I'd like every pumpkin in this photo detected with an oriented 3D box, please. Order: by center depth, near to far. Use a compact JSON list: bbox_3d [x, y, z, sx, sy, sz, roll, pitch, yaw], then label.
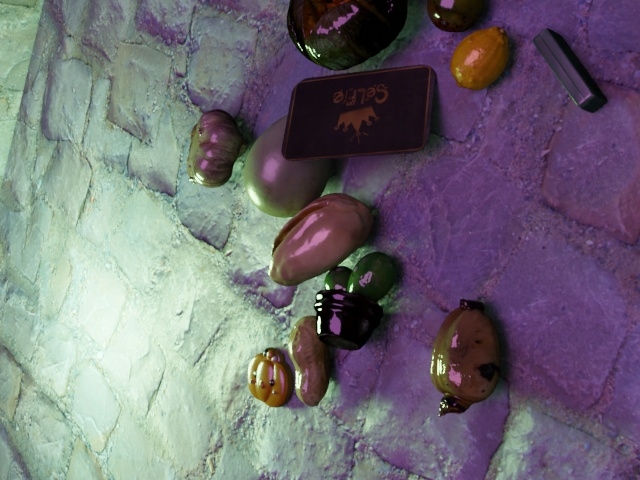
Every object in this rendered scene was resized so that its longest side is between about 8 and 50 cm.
[{"bbox_3d":[0.065,-0.565,1.839,0.320,0.192,0.320,-13,68,33],"label":"pumpkin"}]

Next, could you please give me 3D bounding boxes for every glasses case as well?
[{"bbox_3d":[0.498,-0.340,1.529,0.039,0.077,0.184,-41,64,32],"label":"glasses case"}]

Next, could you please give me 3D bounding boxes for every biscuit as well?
[{"bbox_3d":[-0.148,0.386,2.168,0.170,0.050,0.170,0,91,43],"label":"biscuit"}]

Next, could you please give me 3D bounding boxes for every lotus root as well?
[{"bbox_3d":[0.320,0.259,1.663,0.154,0.140,0.257,6,84,57],"label":"lotus root"}]

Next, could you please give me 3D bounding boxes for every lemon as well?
[{"bbox_3d":[0.346,-0.394,1.651,0.155,0.114,0.114,-51,58,27],"label":"lemon"}]

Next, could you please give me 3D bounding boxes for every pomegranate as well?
[{"bbox_3d":[0.301,-0.523,1.699,0.130,0.130,0.130,0,90,44],"label":"pomegranate"}]

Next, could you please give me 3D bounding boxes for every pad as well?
[{"bbox_3d":[0.081,-0.346,1.824,0.375,0.063,0.315,-2,64,22],"label":"pad"}]

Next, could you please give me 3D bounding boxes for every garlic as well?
[{"bbox_3d":[-0.301,-0.268,2.245,0.245,0.160,0.245,-21,67,62],"label":"garlic"}]

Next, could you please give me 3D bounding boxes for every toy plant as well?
[{"bbox_3d":[0.081,0.143,1.881,0.218,0.175,0.235,-9,58,49],"label":"toy plant"}]

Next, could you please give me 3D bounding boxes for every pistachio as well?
[{"bbox_3d":[0.000,0.000,1.930,0.299,0.187,0.187,-38,65,25],"label":"pistachio"}]

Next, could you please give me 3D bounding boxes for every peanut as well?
[{"bbox_3d":[-0.029,0.316,2.007,0.110,0.120,0.236,-1,82,5],"label":"peanut"}]

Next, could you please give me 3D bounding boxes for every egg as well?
[{"bbox_3d":[-0.077,-0.199,1.984,0.218,0.218,0.295,42,111,35],"label":"egg"}]
